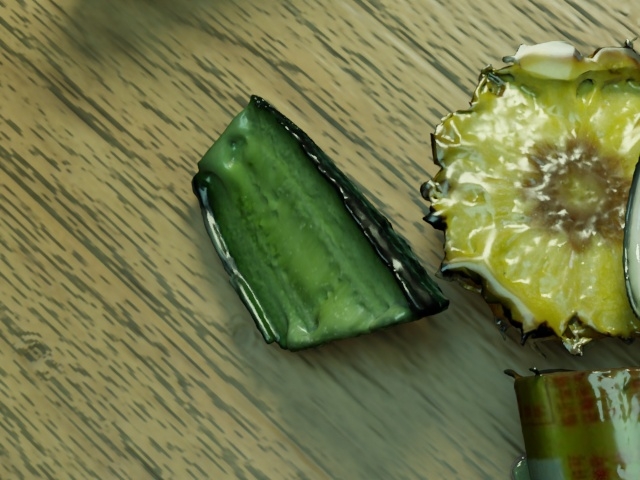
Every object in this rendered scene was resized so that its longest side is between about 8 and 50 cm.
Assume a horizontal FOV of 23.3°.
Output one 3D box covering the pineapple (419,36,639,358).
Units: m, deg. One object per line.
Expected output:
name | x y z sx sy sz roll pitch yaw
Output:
pineapple | 0.162 -0.023 0.974 0.225 0.076 0.224 1 74 -2

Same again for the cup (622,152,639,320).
cup | 0.324 0.002 0.868 0.280 0.196 0.196 10 75 -7

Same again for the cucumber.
cucumber | 0.000 0.000 0.988 0.193 0.086 0.115 51 128 20

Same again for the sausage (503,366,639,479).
sausage | 0.198 0.218 0.878 0.125 0.117 0.317 -14 83 31

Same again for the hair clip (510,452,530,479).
hair clip | 0.184 0.128 0.961 0.137 0.022 0.054 -32 73 -1
